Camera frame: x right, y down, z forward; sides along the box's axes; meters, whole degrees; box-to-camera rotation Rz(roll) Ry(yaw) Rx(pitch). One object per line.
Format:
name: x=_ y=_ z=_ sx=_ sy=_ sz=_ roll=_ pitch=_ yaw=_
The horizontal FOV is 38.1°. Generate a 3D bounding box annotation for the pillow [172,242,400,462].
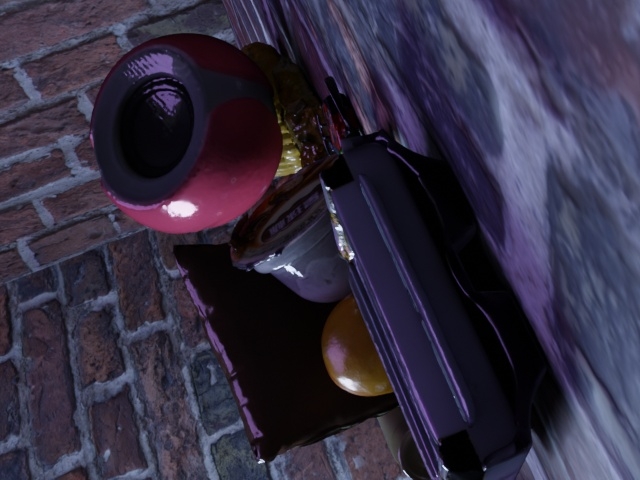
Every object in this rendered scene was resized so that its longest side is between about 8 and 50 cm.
pillow: x=-0.016 y=0.116 z=1.258 sx=0.108 sy=0.308 sz=0.305 roll=-41 pitch=67 yaw=46

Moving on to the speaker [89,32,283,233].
speaker: x=-0.194 y=-0.149 z=1.359 sx=0.294 sy=0.294 sz=0.294 roll=159 pitch=90 yaw=-88

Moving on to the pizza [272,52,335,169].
pizza: x=-0.015 y=-0.143 z=1.313 sx=0.197 sy=0.058 sz=0.292 roll=85 pitch=163 yaw=-81

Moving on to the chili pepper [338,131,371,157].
chili pepper: x=0.047 y=-0.060 z=0.815 sx=0.182 sy=0.050 sz=0.073 roll=118 pitch=138 yaw=-83

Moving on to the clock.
clock: x=0.083 y=0.062 z=0.663 sx=0.186 sy=0.083 sz=0.253 roll=73 pitch=175 yaw=-67

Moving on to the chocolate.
chocolate: x=-0.002 y=0.002 z=1.177 sx=0.147 sy=0.221 sz=0.221 roll=51 pitch=-175 yaw=-26

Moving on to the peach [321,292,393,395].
peach: x=0.062 y=0.121 z=1.097 sx=0.138 sy=0.138 sz=0.138 roll=159 pitch=90 yaw=-88

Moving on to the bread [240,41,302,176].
bread: x=-0.098 y=-0.217 z=1.573 sx=0.240 sy=0.139 sz=0.240 roll=162 pitch=90 yaw=-86

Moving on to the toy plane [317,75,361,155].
toy plane: x=0.031 y=-0.100 z=0.975 sx=0.060 sy=0.037 sz=0.145 roll=165 pitch=88 yaw=-77

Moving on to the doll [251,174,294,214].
doll: x=-0.012 y=-0.034 z=1.725 sx=0.303 sy=0.156 sz=0.201 roll=-11 pitch=93 yaw=59

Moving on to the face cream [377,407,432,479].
face cream: x=0.132 y=0.276 z=1.368 sx=0.137 sy=0.084 sz=0.341 roll=30 pitch=179 yaw=-2
